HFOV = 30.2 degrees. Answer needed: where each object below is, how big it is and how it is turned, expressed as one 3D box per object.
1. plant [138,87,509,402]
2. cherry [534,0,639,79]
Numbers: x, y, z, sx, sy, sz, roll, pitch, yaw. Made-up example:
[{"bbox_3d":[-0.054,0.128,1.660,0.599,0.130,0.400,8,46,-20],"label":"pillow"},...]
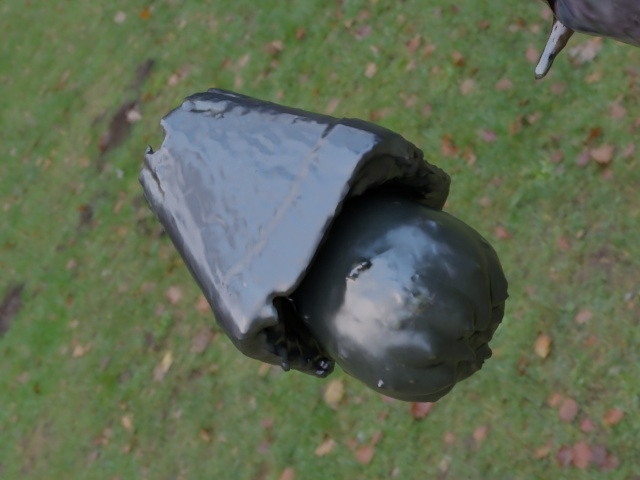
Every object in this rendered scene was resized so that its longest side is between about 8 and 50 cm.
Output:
[{"bbox_3d":[0.000,0.000,0.757,0.256,0.142,0.164,32,91,23],"label":"plant"},{"bbox_3d":[0.131,-0.170,0.475,0.195,0.195,0.195,-39,32,31],"label":"cherry"}]
